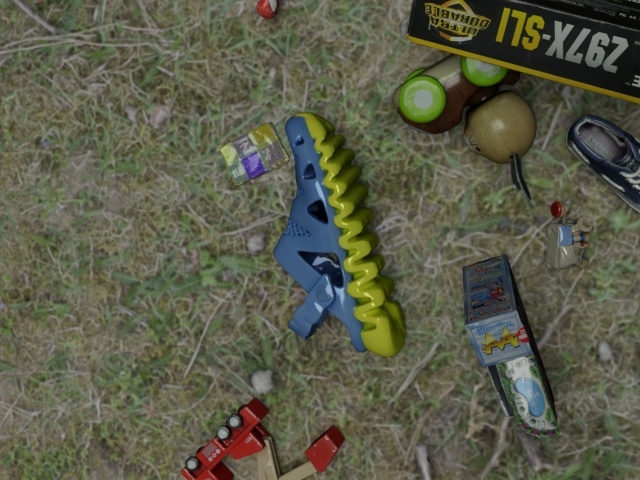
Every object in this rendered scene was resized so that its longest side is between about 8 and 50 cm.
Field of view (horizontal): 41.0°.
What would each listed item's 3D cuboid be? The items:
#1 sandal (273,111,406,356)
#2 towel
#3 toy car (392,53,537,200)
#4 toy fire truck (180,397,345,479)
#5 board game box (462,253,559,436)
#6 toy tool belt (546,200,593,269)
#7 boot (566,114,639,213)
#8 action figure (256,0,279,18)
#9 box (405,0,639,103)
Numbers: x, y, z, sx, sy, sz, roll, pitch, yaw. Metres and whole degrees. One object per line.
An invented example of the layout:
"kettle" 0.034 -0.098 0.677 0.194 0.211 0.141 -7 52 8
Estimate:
"sandal" 0.000 0.000 1.055 0.138 0.126 0.317 -14 89 18
"towel" -0.087 -0.113 1.123 0.083 0.009 0.060 -23 89 14
"toy car" 0.187 -0.130 0.992 0.149 0.155 0.188 -30 99 14
"toy fire truck" -0.078 0.285 1.127 0.135 0.047 0.192 45 103 6
"board game box" 0.211 0.121 0.970 0.060 0.194 0.194 -19 89 14
"toy tool belt" 0.299 -0.005 1.021 0.051 0.052 0.083 -1 97 -17
"boot" 0.361 -0.074 0.976 0.190 0.086 0.069 35 101 9
"action figure" -0.029 -0.407 1.030 0.091 0.139 0.280 24 101 13
"box" 0.280 -0.252 0.901 0.322 0.257 0.079 18 129 11
